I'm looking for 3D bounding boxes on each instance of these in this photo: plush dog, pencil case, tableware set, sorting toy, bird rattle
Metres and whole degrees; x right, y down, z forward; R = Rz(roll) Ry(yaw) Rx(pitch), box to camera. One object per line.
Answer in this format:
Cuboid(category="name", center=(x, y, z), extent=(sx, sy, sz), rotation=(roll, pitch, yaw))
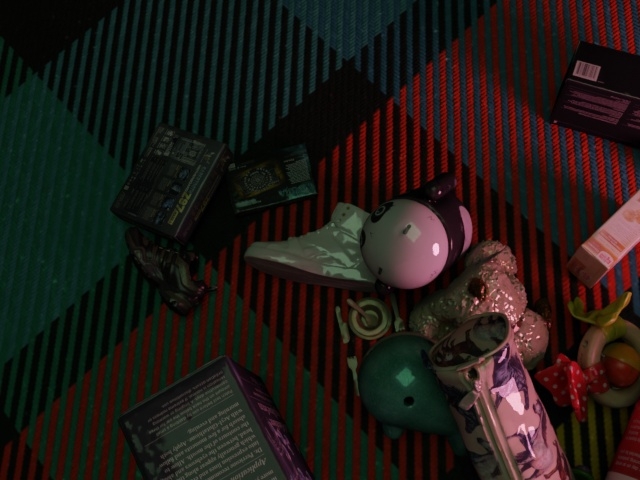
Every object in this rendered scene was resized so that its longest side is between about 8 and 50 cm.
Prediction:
Cuboid(category="plush dog", center=(0.333, 0.152, 1.322), extent=(0.262, 0.210, 0.225), rotation=(-44, 98, -7))
Cuboid(category="pencil case", center=(0.314, 0.336, 1.178), extent=(0.159, 0.183, 0.411), rotation=(-18, 101, 32))
Cuboid(category="tableware set", center=(0.110, 0.203, 1.392), extent=(0.128, 0.039, 0.194), rotation=(-14, 71, 2))
Cuboid(category="sorting toy", center=(0.479, 0.432, 1.267), extent=(0.102, 0.061, 0.042), rotation=(52, 49, -16))
Cuboid(category="bird rattle", center=(0.526, 0.220, 1.284), extent=(0.206, 0.143, 0.254), rotation=(30, 65, -16))

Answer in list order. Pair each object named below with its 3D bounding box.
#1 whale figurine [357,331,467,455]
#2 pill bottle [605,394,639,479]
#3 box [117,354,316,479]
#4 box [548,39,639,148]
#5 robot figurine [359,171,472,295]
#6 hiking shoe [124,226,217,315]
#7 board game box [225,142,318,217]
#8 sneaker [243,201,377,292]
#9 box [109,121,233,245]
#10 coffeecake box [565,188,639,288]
Cuboid(category="whale figurine", center=(0.193, 0.291, 1.275), extent=(0.272, 0.141, 0.216), rotation=(41, 101, -6))
Cuboid(category="pill bottle", center=(0.623, 0.374, 1.180), extent=(0.228, 0.229, 0.408), rotation=(26, 77, 14))
Cuboid(category="box", center=(-0.132, 0.434, 1.211), extent=(0.211, 0.293, 0.396), rotation=(-30, 72, -3))
Cuboid(category="box", center=(0.616, -0.281, 1.417), extent=(0.261, 0.184, 0.103), rotation=(19, 73, 12))
Cuboid(category="robot figurine", center=(0.183, -0.011, 1.334), extent=(0.173, 0.278, 0.209), rotation=(-8, 99, 30))
Cuboid(category="hiking shoe", center=(-0.317, 0.049, 1.479), extent=(0.114, 0.086, 0.227), rotation=(-36, 77, -20))
Cuboid(category="board game box", center=(-0.108, -0.131, 1.532), extent=(0.186, 0.026, 0.126), rotation=(-13, 71, 2))
Cuboid(category="sneaker", center=(0.000, 0.000, 1.443), extent=(0.292, 0.108, 0.169), rotation=(10, 72, -1))
Cuboid(category="box", center=(-0.320, -0.126, 1.525), extent=(0.183, 0.059, 0.233), rotation=(20, 76, 23))
Cuboid(category="coffeecake box", center=(0.572, -0.008, 1.354), extent=(0.185, 0.142, 0.068), rotation=(-42, 72, -8))
